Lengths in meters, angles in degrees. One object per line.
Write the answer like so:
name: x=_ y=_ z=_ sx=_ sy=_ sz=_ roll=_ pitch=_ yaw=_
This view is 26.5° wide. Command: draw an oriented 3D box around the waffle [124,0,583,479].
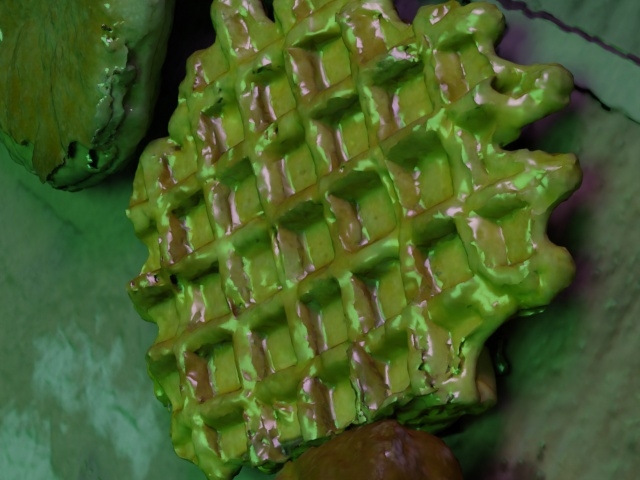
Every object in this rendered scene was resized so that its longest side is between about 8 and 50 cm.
waffle: x=0.002 y=0.000 z=0.745 sx=0.312 sy=0.060 sz=0.307 roll=18 pitch=99 yaw=44

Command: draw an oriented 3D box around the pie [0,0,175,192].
pie: x=-0.173 y=-0.171 z=0.881 sx=0.306 sy=0.071 sz=0.306 roll=24 pitch=120 yaw=51

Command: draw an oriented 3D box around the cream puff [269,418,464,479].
cream puff: x=0.007 y=0.209 z=0.661 sx=0.241 sy=0.155 sz=0.268 roll=24 pitch=119 yaw=35
